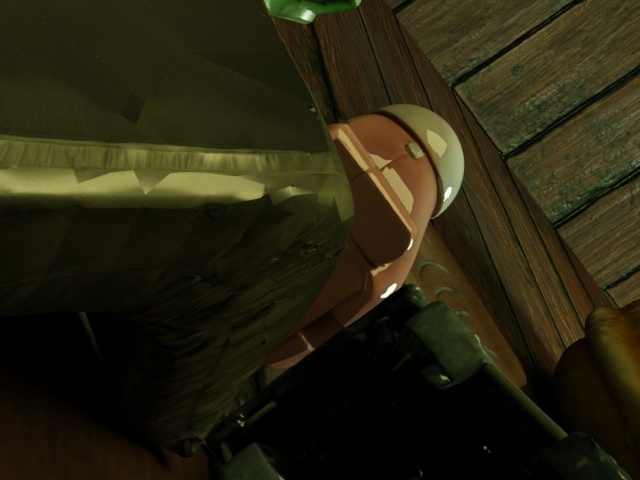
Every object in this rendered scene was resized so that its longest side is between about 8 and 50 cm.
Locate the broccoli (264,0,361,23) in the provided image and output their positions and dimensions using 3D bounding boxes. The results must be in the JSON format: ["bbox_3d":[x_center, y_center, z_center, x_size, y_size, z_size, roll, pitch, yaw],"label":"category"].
[{"bbox_3d":[-0.024,-0.354,1.249,0.413,0.310,0.321,23,-16,35],"label":"broccoli"}]

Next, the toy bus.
[{"bbox_3d":[0.072,0.148,0.581,0.164,0.134,0.276,56,-4,-29],"label":"toy bus"}]

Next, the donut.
[{"bbox_3d":[0.426,0.263,1.560,0.449,0.198,0.449,54,11,-15],"label":"donut"}]

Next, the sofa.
[{"bbox_3d":[-0.130,-0.034,0.545,0.225,0.176,0.210,-3,55,-42],"label":"sofa"}]

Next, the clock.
[{"bbox_3d":[0.000,0.000,0.752,0.092,0.166,0.162,54,20,-1],"label":"clock"}]

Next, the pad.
[{"bbox_3d":[0.103,0.030,1.355,0.284,0.018,0.286,58,13,9],"label":"pad"}]
